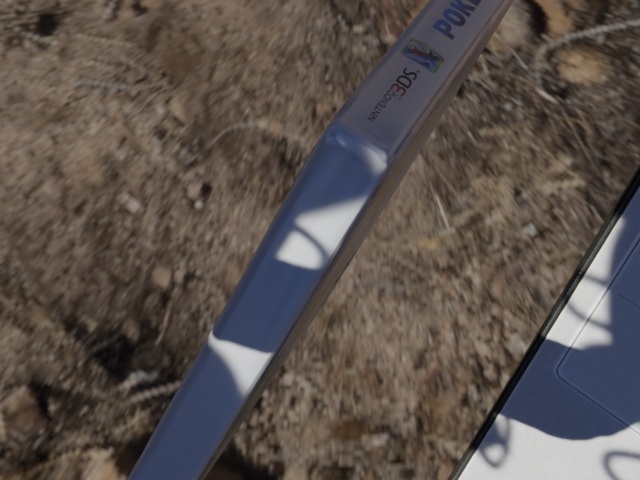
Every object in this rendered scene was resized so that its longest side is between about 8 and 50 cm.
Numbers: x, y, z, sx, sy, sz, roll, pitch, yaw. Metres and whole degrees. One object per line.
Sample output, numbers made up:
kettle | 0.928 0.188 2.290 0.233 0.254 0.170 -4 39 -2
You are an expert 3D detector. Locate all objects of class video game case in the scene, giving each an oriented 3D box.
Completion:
video game case | 0.000 0.000 0.905 0.036 0.300 0.329 33 126 2

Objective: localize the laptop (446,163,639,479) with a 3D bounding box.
laptop | 0.209 0.186 0.566 0.408 0.236 0.382 35 135 12
